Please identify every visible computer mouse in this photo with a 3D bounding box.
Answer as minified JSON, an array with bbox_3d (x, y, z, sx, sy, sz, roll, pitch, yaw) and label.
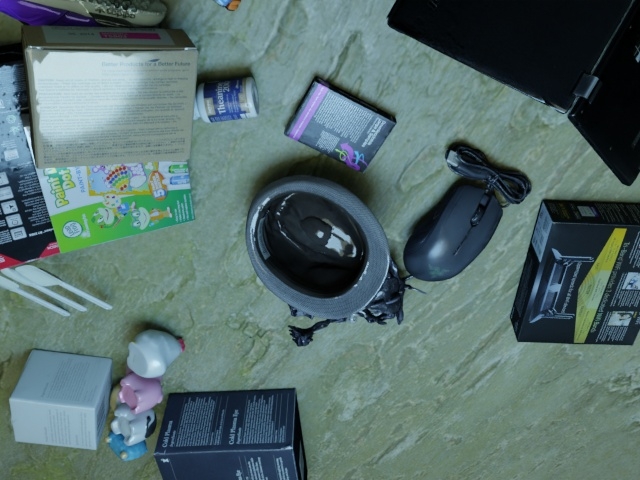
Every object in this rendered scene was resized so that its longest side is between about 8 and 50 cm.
[{"bbox_3d":[0.253,-0.025,1.213,0.189,0.072,0.272,24,112,-19],"label":"computer mouse"}]

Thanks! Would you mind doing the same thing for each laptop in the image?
[{"bbox_3d":[0.373,-0.348,0.930,0.408,0.236,0.381,25,96,-46],"label":"laptop"}]

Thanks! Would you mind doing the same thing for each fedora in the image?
[{"bbox_3d":[0.000,0.000,1.209,0.276,0.124,0.243,30,111,6],"label":"fedora"}]

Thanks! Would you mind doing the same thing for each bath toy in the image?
[{"bbox_3d":[-0.396,0.330,1.488,0.151,0.129,0.348,40,124,25],"label":"bath toy"}]

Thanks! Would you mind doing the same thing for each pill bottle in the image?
[{"bbox_3d":[-0.166,-0.232,1.100,0.120,0.067,0.067,-6,126,6],"label":"pill bottle"}]

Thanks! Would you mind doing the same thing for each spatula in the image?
[{"bbox_3d":[-0.541,0.104,1.315,0.168,0.019,0.242,-10,149,23],"label":"spatula"}]

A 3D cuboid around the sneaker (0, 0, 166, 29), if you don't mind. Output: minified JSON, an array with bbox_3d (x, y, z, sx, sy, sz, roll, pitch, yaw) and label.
[{"bbox_3d":[-0.394,-0.323,1.016,0.294,0.102,0.146,12,126,-8],"label":"sneaker"}]

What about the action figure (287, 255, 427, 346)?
[{"bbox_3d":[0.066,0.108,1.311,0.276,0.141,0.164,-18,120,-19],"label":"action figure"}]

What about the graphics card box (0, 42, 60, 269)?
[{"bbox_3d":[-0.545,-0.129,1.114,0.233,0.094,0.370,-17,131,-20],"label":"graphics card box"}]

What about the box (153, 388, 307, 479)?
[{"bbox_3d":[-0.200,0.541,1.604,0.313,0.179,0.343,-3,126,2],"label":"box"}]

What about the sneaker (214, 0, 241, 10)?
[{"bbox_3d":[-0.191,-0.435,0.955,0.221,0.083,0.087,33,107,-27],"label":"sneaker"}]

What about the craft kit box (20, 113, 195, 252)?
[{"bbox_3d":[-0.353,-0.118,1.138,0.247,0.061,0.249,-14,128,-17],"label":"craft kit box"}]

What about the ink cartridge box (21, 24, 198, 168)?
[{"bbox_3d":[-0.312,-0.214,0.987,0.235,0.088,0.193,-7,130,-25],"label":"ink cartridge box"}]

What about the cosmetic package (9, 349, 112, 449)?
[{"bbox_3d":[-0.579,0.359,1.493,0.184,0.151,0.151,9,126,-6],"label":"cosmetic package"}]

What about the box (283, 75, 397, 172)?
[{"bbox_3d":[0.034,-0.198,1.146,0.162,0.029,0.116,25,124,-15],"label":"box"}]

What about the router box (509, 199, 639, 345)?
[{"bbox_3d":[0.530,0.071,1.303,0.243,0.081,0.308,3,126,-1],"label":"router box"}]
